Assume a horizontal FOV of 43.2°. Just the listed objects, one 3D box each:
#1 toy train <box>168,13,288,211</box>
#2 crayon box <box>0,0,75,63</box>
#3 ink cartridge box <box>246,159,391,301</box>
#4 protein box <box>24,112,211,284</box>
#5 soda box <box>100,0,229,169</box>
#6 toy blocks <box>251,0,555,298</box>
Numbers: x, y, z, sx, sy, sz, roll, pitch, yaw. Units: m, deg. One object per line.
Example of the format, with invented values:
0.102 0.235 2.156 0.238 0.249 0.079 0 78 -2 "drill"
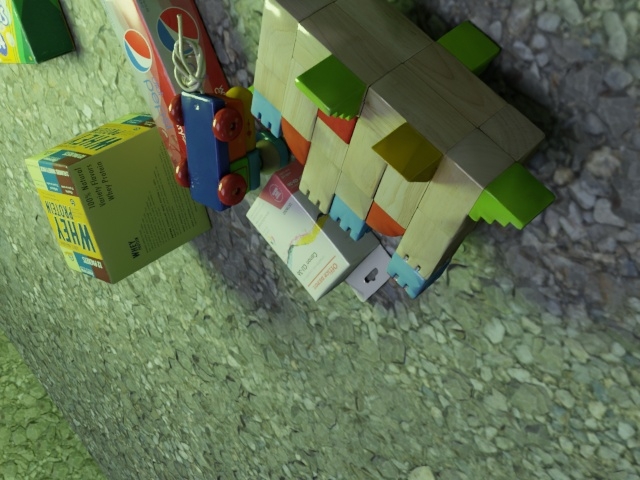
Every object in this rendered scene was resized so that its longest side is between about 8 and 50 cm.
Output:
-0.109 -0.174 1.028 0.105 0.143 0.247 22 126 36 "toy train"
-0.546 -0.461 1.347 0.203 0.083 0.322 12 125 44 "crayon box"
0.000 0.000 1.088 0.198 0.067 0.115 50 143 8 "ink cartridge box"
-0.314 -0.072 1.277 0.136 0.201 0.199 12 125 43 "protein box"
-0.199 -0.236 1.114 0.083 0.092 0.263 -5 113 49 "soda box"
0.058 -0.107 0.877 0.381 0.191 0.261 45 154 14 "toy blocks"
